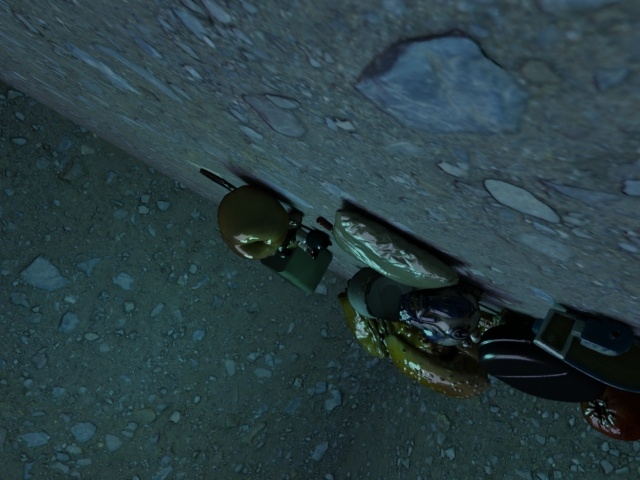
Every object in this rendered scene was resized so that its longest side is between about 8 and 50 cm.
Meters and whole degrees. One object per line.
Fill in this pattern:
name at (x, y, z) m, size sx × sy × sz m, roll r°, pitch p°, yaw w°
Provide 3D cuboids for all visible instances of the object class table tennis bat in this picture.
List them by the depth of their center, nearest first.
table tennis bat at (0.040, -0.030, 1.219) m, size 0.098 × 0.019 × 0.154 m, roll 24°, pitch 176°, yaw 41°
table tennis bat at (-0.343, -0.200, 1.547) m, size 0.220 × 0.019 × 0.130 m, roll 29°, pitch 176°, yaw 11°

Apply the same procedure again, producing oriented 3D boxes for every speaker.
speaker at (0.002, -0.005, 1.487) m, size 0.075 × 0.060 × 0.094 m, roll 25°, pitch -151°, yaw 32°

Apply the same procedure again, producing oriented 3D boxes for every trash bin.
trash bin at (-0.099, 0.081, 1.895) m, size 0.158 × 0.223 × 0.343 m, roll 26°, pitch 171°, yaw 24°

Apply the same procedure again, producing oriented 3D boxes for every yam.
yam at (-0.092, -0.065, 1.379) m, size 0.056 × 0.057 × 0.241 m, roll 29°, pitch 176°, yaw -7°

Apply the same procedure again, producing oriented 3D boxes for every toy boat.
toy boat at (0.445, 0.172, 0.670) m, size 0.215 × 0.088 × 0.102 m, roll 27°, pitch 171°, yaw 32°

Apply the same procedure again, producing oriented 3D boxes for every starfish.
starfish at (0.486, 0.231, 1.145) m, size 0.299 × 0.060 × 0.302 m, roll 34°, pitch 161°, yaw 7°

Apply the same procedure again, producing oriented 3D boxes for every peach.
peach at (-0.196, -0.068, 1.237) m, size 0.232 × 0.233 × 0.232 m, roll 28°, pitch 174°, yaw 3°

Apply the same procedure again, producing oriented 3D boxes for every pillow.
pillow at (0.143, 0.032, 0.946) m, size 0.274 × 0.076 × 0.281 m, roll 29°, pitch 174°, yaw 2°

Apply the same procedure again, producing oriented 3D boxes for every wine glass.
wine glass at (0.197, 0.178, 1.437) m, size 0.190 × 0.191 × 0.357 m, roll 29°, pitch 176°, yaw -2°

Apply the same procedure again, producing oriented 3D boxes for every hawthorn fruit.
hawthorn fruit at (0.817, 0.454, 1.117) m, size 0.285 × 0.165 × 0.165 m, roll 25°, pitch 176°, yaw -25°

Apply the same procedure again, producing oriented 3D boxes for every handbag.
handbag at (0.531, 0.299, 1.028) m, size 0.307 × 0.093 × 0.253 m, roll 30°, pitch 152°, yaw -16°

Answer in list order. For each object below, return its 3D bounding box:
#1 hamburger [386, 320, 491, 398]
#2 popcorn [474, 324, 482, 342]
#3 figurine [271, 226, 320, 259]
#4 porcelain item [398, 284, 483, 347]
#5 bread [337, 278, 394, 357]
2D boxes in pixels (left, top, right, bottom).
hamburger at (0.380, 0.368, 1.525) m, size 0.287 × 0.268 × 0.445 m, roll 36°, pitch 174°, yaw -26°
popcorn at (0.482, 0.267, 1.321) m, size 0.089 × 0.109 × 0.097 m, roll -11°, pitch -130°, yaw -25°
figurine at (-0.178, -0.029, 1.605) m, size 0.369 × 0.167 × 0.281 m, roll 19°, pitch 157°, yaw 14°
porcelain item at (0.286, 0.184, 1.039) m, size 0.186 × 0.138 × 0.288 m, roll 1°, pitch 166°, yaw 12°
bread at (0.200, 0.330, 1.902) m, size 0.191 × 0.370 × 0.314 m, roll -12°, pitch 178°, yaw -11°
